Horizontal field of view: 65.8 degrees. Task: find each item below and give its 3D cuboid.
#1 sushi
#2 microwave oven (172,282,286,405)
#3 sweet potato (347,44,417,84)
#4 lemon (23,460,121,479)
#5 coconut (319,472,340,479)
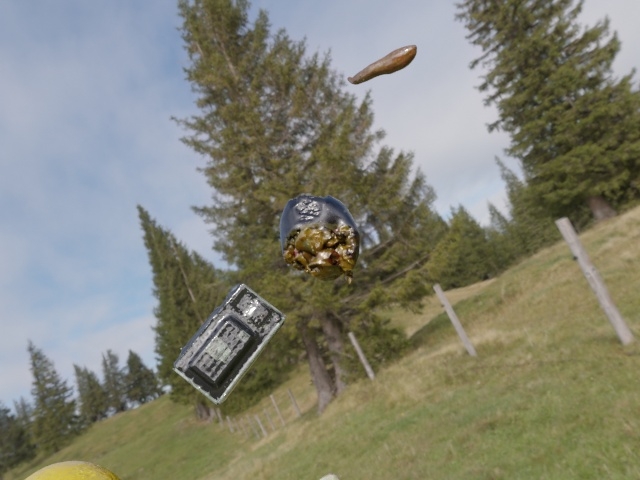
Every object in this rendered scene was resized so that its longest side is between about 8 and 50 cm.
[{"bbox_3d":[0.002,0.005,1.294,0.213,0.204,0.200,-7,-42,9],"label":"sushi"},{"bbox_3d":[-0.258,0.291,1.422,0.295,0.181,0.237,-51,-5,-15],"label":"microwave oven"},{"bbox_3d":[0.147,-0.429,1.234,0.214,0.050,0.050,-12,2,41],"label":"sweet potato"},{"bbox_3d":[-0.433,0.498,0.842,0.228,0.228,0.253,-16,-10,-47],"label":"lemon"},{"bbox_3d":[0.037,0.892,1.803,0.082,0.083,0.081,11,-2,35],"label":"coconut"}]
